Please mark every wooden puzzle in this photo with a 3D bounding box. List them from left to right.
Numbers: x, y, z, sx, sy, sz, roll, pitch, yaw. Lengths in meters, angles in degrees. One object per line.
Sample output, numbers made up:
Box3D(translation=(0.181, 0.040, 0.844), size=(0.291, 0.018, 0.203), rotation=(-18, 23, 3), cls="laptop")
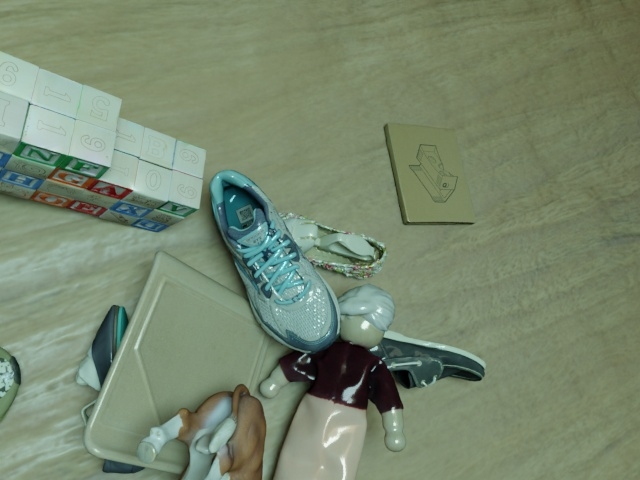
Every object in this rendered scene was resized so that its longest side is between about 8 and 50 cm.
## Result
Box3D(translation=(-0.163, 0.162, 0.646), size=(0.221, 0.044, 0.238), rotation=(39, 52, -43), cls="wooden puzzle")

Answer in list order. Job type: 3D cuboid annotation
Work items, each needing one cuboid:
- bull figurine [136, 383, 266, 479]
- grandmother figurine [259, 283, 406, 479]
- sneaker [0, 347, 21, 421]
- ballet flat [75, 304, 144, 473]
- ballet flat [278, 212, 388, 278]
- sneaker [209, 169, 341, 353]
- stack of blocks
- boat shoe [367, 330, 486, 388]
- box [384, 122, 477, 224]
Box3D(translation=(-0.118, 0.318, 0.549), size=(0.101, 0.188, 0.310), rotation=(-1, 84, 15), cls="bull figurine")
Box3D(translation=(0.018, 0.218, 0.696), size=(0.208, 0.104, 0.342), rotation=(18, 72, 8), cls="grandmother figurine")
Box3D(translation=(-0.459, 0.174, 0.424), size=(0.410, 0.182, 0.158), rotation=(-12, 78, -50), cls="sneaker")
Box3D(translation=(-0.256, 0.182, 0.621), size=(0.074, 0.074, 0.203), rotation=(-10, 83, -28), cls="ballet flat")
Box3D(translation=(0.000, 0.000, 0.803), size=(0.241, 0.077, 0.091), rotation=(12, 68, -21), cls="ballet flat")
Box3D(translation=(-0.076, 0.024, 0.681), size=(0.110, 0.122, 0.283), rotation=(-34, 68, -5), cls="sneaker")
Box3D(translation=(-0.291, -0.103, 0.602), size=(0.297, 0.171, 0.087), rotation=(17, 67, -37), cls="stack of blocks")
Box3D(translation=(0.149, 0.196, 0.802), size=(0.233, 0.084, 0.079), rotation=(14, 64, -13), cls="boat shoe")
Box3D(translation=(0.211, -0.126, 0.981), size=(0.165, 0.021, 0.201), rotation=(-1, 72, -26), cls="box")
